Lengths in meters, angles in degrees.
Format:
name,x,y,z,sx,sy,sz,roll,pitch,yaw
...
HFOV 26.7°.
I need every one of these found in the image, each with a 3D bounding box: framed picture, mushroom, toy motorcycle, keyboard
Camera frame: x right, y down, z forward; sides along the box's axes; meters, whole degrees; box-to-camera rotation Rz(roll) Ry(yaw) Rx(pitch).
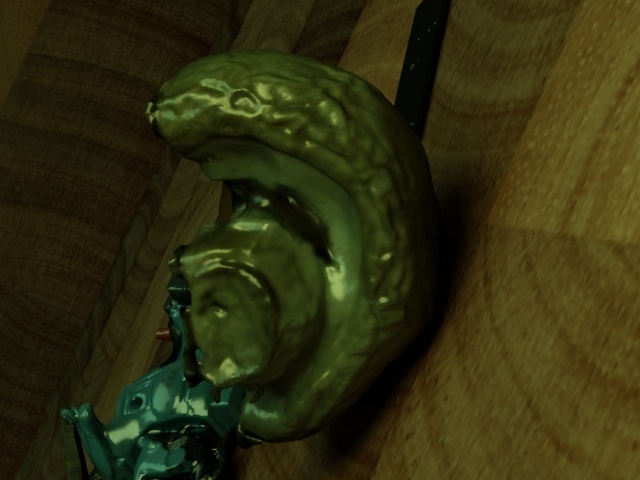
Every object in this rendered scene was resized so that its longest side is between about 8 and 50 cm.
name,x,y,z,sx,sy,sz,roll,pitch,yaw
framed picture,-0.207,0.285,1.243,0.289,0.016,0.213,-154,52,-76
mushroom,0.003,0.001,0.905,0.189,0.164,0.267,-31,-65,-72
toy motorcycle,-0.131,0.129,1.241,0.182,0.123,0.272,-7,45,32
keyboard,0.084,-0.147,1.159,0.061,0.013,0.204,-48,21,50

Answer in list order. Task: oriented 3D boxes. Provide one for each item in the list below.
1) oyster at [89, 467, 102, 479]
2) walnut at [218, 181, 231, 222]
name,x,y,z,sx,sy,sz,roll,pitch,yaw
oyster,-0.250,0.288,1.591,0.103,0.051,0.148,-64,1,-28
walnut,-0.017,-0.046,1.127,0.137,0.137,0.245,-59,15,25
